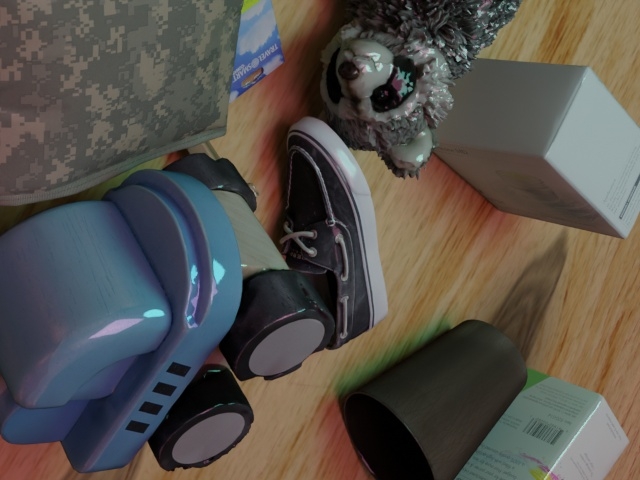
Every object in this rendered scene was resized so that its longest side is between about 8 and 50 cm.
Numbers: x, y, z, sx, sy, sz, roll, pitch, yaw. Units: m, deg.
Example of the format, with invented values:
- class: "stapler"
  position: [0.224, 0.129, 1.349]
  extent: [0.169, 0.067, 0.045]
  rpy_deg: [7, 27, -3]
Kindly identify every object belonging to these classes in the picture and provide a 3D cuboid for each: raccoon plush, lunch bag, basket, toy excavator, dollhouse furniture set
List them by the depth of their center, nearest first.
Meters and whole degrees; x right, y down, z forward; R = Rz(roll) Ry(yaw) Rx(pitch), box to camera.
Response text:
- class: "lunch bag"
  position: [-0.219, -0.181, 0.935]
  extent: [0.287, 0.169, 0.235]
  rpy_deg: [-28, 143, -41]
- class: "toy excavator"
  position: [-0.282, 0.111, 0.956]
  extent: [0.445, 0.222, 0.433]
  rpy_deg: [6, 131, -45]
- class: "dollhouse furniture set"
  position: [-0.139, -0.069, 1.192]
  extent: [0.081, 0.091, 0.114]
  rpy_deg: [-30, 100, 15]
- class: "raccoon plush"
  position: [0.177, -0.237, 1.295]
  extent: [0.447, 0.216, 0.299]
  rpy_deg: [-3, 111, -39]
- class: "basket"
  position: [0.167, 0.221, 1.429]
  extent: [0.227, 0.154, 0.204]
  rpy_deg: [-38, 120, -30]

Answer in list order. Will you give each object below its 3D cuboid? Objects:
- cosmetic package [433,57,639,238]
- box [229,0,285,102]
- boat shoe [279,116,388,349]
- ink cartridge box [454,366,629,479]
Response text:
- class: "cosmetic package"
  position: [0.292, -0.125, 1.390]
  extent: [0.225, 0.224, 0.138]
  rpy_deg: [36, 77, -39]
- class: "box"
  position: [-0.103, -0.243, 1.129]
  extent: [0.109, 0.042, 0.178]
  rpy_deg: [-41, 143, -23]
- class: "boat shoe"
  position: [0.000, 0.000, 1.267]
  extent: [0.102, 0.108, 0.301]
  rpy_deg: [-34, 128, -30]
- class: "ink cartridge box"
  position: [0.248, 0.356, 1.486]
  extent: [0.353, 0.207, 0.119]
  rpy_deg: [-47, 125, -19]
